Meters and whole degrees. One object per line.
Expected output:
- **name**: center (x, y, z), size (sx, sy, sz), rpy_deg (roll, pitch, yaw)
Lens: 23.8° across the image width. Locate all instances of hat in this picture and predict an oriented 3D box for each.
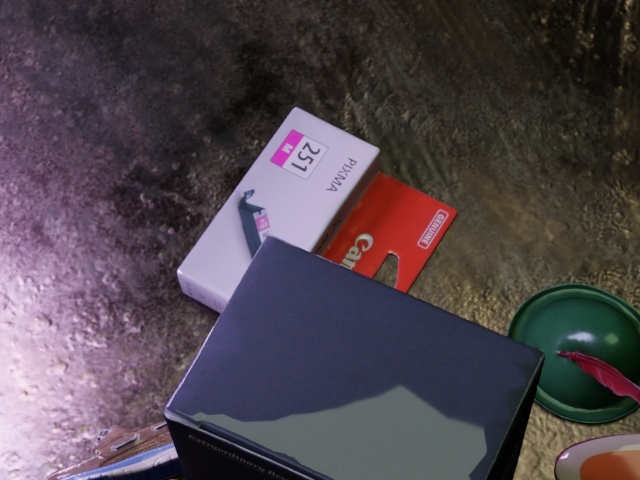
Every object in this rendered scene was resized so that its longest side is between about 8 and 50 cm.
- **hat**: center (0.315, 0.100, 1.707), size (0.208, 0.183, 0.173), rpy_deg (38, 70, 19)

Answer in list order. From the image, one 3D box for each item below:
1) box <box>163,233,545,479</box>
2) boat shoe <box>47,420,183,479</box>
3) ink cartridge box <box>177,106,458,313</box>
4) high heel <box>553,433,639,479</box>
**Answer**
- **box**: center (0.036, 0.216, 1.537), size (0.293, 0.395, 0.212), rpy_deg (24, 66, 13)
- **boat shoe**: center (-0.225, 0.247, 1.719), size (0.183, 0.066, 0.066), rpy_deg (-14, 58, -17)
- **ink cartridge box**: center (0.000, 0.000, 1.841), size (0.239, 0.060, 0.275), rpy_deg (27, 66, 16)
- **high heel**: center (0.432, 0.293, 1.616), size (0.377, 0.181, 0.127), rpy_deg (18, 84, 9)
